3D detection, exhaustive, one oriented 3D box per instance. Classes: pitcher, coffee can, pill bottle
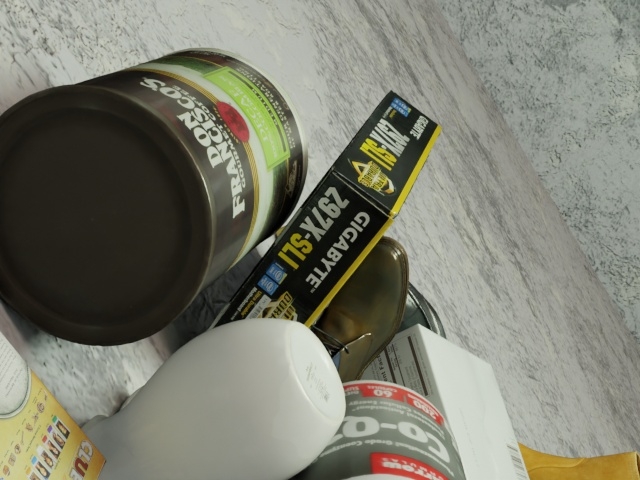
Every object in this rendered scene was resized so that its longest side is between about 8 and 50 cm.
[{"bbox_3d":[-0.087,0.129,1.001,0.125,0.207,0.178,56,20,-20],"label":"pitcher"},{"bbox_3d":[-0.142,-0.049,1.094,0.202,0.201,0.275,61,20,-6],"label":"coffee can"},{"bbox_3d":[0.041,0.229,0.987,0.161,0.161,0.283,58,7,-13],"label":"pill bottle"}]

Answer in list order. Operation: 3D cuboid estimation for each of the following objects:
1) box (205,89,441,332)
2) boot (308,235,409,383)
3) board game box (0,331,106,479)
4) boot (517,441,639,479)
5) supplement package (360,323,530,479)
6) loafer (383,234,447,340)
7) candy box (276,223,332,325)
[{"bbox_3d":[0.000,0.000,1.289,0.079,0.257,0.322,36,22,-1],"label":"box"},{"bbox_3d":[0.023,0.102,1.328,0.082,0.219,0.106,29,27,13],"label":"boot"},{"bbox_3d":[-0.230,0.168,0.811,0.165,0.042,0.243,56,24,-22],"label":"board game box"},{"bbox_3d":[0.336,0.323,1.776,0.104,0.211,0.295,30,38,-57],"label":"boot"},{"bbox_3d":[0.130,0.260,1.449,0.204,0.145,0.262,32,37,-54],"label":"supplement package"},{"bbox_3d":[0.090,0.079,1.689,0.223,0.076,0.078,59,25,2],"label":"loafer"},{"bbox_3d":[0.013,0.073,1.534,0.109,0.053,0.187,33,37,-55],"label":"candy box"}]
